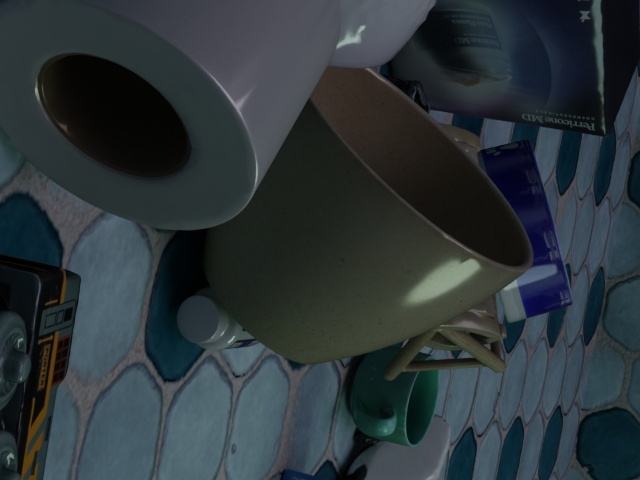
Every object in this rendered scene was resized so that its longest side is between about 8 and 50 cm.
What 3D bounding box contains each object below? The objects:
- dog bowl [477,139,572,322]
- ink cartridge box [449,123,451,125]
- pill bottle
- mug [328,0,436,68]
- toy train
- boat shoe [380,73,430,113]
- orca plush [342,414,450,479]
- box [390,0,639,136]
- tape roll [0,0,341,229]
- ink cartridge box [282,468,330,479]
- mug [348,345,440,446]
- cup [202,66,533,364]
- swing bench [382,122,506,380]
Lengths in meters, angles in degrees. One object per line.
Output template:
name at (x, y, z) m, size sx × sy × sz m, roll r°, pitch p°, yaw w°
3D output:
dog bowl at (0.298, -0.015, 2.325) m, size 0.265 × 0.104 × 0.264 m, roll -15°, pitch 90°, yaw -84°
ink cartridge box at (0.163, -0.014, 2.207) m, size 0.332 × 0.065 × 0.165 m, roll 68°, pitch 39°, yaw -56°
pill bottle at (-0.102, 0.081, 1.610) m, size 0.120 × 0.067 × 0.067 m, roll 3°, pitch 97°, yaw -68°
mug at (-0.024, -0.333, 1.377) m, size 0.374 × 0.276 × 0.328 m, roll -6°, pitch 113°, yaw -44°
toy train at (-0.271, 0.157, 1.166) m, size 0.190 × 0.142 × 0.333 m, roll -21°, pitch 120°, yaw -75°
boat shoe at (0.095, -0.130, 1.958) m, size 0.183 × 0.083 × 0.065 m, roll 80°, pitch 31°, yaw -42°
orca plush at (0.084, 0.362, 2.154) m, size 0.102 × 0.151 × 0.287 m, roll -56°, pitch -174°, yaw 52°
box at (0.241, -0.308, 1.944) m, size 0.294 × 0.296 × 0.182 m, roll 75°, pitch 33°, yaw -46°
tape roll at (-0.126, -0.150, 1.207) m, size 0.246 × 0.246 × 0.169 m, roll 76°, pitch 33°, yaw -46°
ink cartridge box at (-0.008, 0.415, 1.907) m, size 0.078 × 0.134 × 0.231 m, roll 51°, pitch 54°, yaw -63°
mug at (0.092, 0.206, 2.094) m, size 0.158 × 0.097 × 0.129 m, roll 36°, pitch 67°, yaw -65°
cup at (0.016, -0.013, 1.571) m, size 0.237 × 0.331 × 0.331 m, roll -46°, pitch 166°, yaw 19°
swing bench at (0.134, 0.015, 1.866) m, size 0.254 × 0.165 × 0.253 m, roll 69°, pitch 16°, yaw -70°
